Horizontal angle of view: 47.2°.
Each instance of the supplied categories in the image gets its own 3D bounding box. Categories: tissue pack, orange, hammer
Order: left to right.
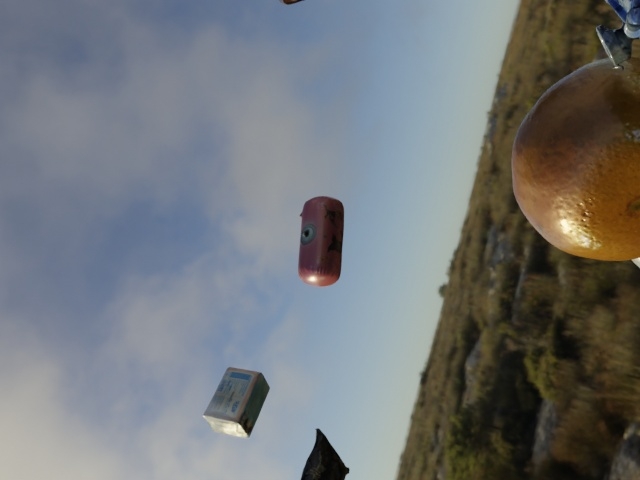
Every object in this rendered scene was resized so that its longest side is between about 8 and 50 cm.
[{"bbox_3d":[-0.129,0.251,1.144,0.094,0.074,0.058,-64,-35,-35],"label":"tissue pack"},{"bbox_3d":[0.000,0.000,0.654,0.043,0.043,0.083,78,-165,-67],"label":"hammer"},{"bbox_3d":[0.221,-0.061,0.552,0.124,0.156,0.156,-84,0,-54],"label":"orange"}]

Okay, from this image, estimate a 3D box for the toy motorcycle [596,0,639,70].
[{"bbox_3d":[0.175,-0.165,0.404,0.114,0.076,0.205,47,-152,-37],"label":"toy motorcycle"}]

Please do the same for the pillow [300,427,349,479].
[{"bbox_3d":[0.000,0.354,1.045,0.150,0.048,0.090,-66,-35,-52],"label":"pillow"}]

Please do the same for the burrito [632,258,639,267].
[{"bbox_3d":[0.393,0.040,0.793,0.064,0.203,0.064,-42,-1,-1],"label":"burrito"}]

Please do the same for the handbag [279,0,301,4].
[{"bbox_3d":[0.016,-0.371,0.822,0.146,0.135,0.225,-29,2,-39],"label":"handbag"}]
